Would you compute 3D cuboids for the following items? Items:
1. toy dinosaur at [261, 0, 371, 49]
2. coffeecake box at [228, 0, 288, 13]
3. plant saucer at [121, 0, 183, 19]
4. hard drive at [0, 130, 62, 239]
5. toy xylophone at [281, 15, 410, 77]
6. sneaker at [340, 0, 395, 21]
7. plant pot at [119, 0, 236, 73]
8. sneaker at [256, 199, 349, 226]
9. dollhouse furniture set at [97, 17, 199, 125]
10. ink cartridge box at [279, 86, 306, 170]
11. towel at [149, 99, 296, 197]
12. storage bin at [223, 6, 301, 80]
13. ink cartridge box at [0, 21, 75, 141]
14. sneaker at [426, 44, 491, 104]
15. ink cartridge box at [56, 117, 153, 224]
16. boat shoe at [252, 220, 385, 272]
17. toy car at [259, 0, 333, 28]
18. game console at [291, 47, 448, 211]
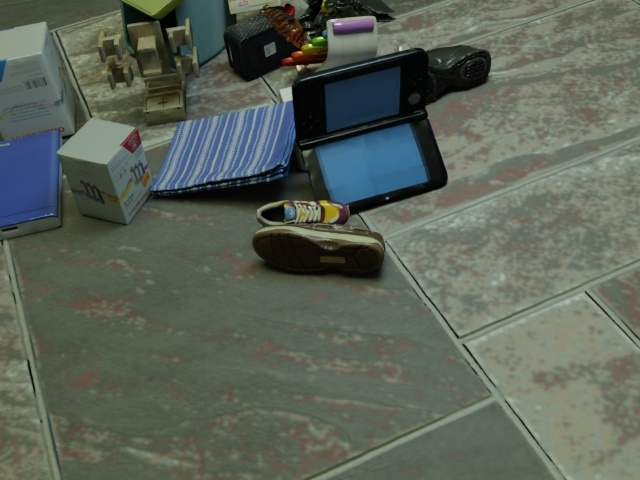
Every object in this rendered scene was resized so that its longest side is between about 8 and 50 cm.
[{"bbox_3d":[0.003,-0.522,1.981,0.164,0.218,0.322,50,35,13],"label":"toy dinosaur"},{"bbox_3d":[-0.155,-0.665,2.176,0.142,0.068,0.185,-5,21,16],"label":"coffeecake box"},{"bbox_3d":[-0.379,-0.602,1.922,0.188,0.045,0.188,34,70,33],"label":"plant saucer"},{"bbox_3d":[-0.696,-0.125,1.836,0.210,0.040,0.319,-13,44,-5],"label":"hard drive"},{"bbox_3d":[0.060,-0.432,1.887,0.236,0.081,0.322,-8,-2,-24],"label":"toy xylophone"},{"bbox_3d":[0.129,-0.657,2.259,0.089,0.051,0.170,-25,51,-17],"label":"sneaker"},{"bbox_3d":[-0.365,-0.628,2.177,0.247,0.248,0.252,28,43,32],"label":"plant pot"},{"bbox_3d":[-0.036,-0.047,1.614,0.185,0.084,0.070,-5,84,12],"label":"sneaker"},{"bbox_3d":[-0.401,-0.429,1.961,0.212,0.242,0.161,-9,43,-1],"label":"dollhouse furniture set"},{"bbox_3d":[0.003,-0.270,1.846,0.158,0.092,0.218,-14,46,-5],"label":"ink cartridge box"},{"bbox_3d":[-0.203,-0.209,1.780,0.335,0.040,0.243,-7,48,22],"label":"towel"},{"bbox_3d":[-0.148,-0.511,2.093,0.180,0.122,0.084,-31,48,-22],"label":"storage bin"},{"bbox_3d":[-0.713,-0.375,1.959,0.171,0.233,0.168,-12,42,-4],"label":"ink cartridge box"},{"bbox_3d":[0.265,-0.407,1.956,0.286,0.109,0.130,-15,34,-17],"label":"sneaker"},{"bbox_3d":[-0.453,-0.146,1.725,0.127,0.176,0.128,13,49,18],"label":"ink cartridge box"},{"bbox_3d":[0.000,0.007,1.572,0.257,0.095,0.095,9,33,9],"label":"boat shoe"},{"bbox_3d":[-0.026,-0.608,2.227,0.238,0.053,0.225,-22,46,-13],"label":"toy car"},{"bbox_3d":[0.108,-0.220,1.648,0.293,0.250,0.173,-16,50,-11],"label":"game console"}]
